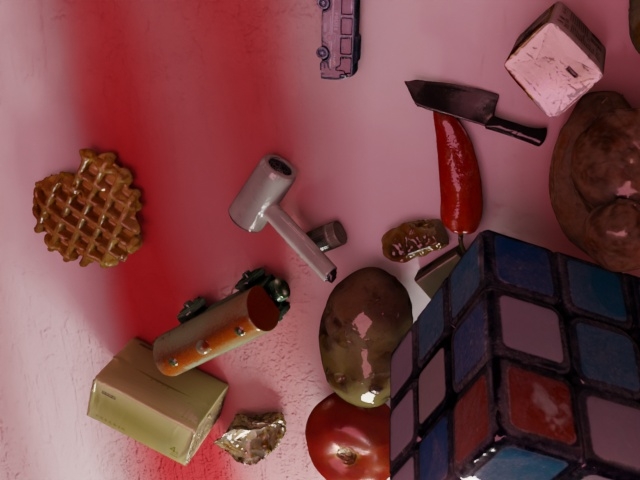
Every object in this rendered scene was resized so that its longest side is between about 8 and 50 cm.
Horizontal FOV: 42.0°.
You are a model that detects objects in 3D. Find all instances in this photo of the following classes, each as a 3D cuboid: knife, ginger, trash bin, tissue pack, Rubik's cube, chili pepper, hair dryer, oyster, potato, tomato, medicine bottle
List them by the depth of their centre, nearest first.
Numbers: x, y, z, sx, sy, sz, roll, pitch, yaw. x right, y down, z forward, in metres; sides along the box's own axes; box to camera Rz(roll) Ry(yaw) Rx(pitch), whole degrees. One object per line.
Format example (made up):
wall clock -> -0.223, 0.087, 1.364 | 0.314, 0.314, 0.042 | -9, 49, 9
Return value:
ginger -> 0.395, -0.077, 1.126 | 0.155, 0.304, 0.244 | 7, 101, 11
tissue pack -> 0.324, -0.251, 1.150 | 0.106, 0.148, 0.099 | 44, 121, -4
Rubik's cube -> 0.312, 0.248, 1.196 | 0.359, 0.362, 0.363 | 16, 140, -14
knife -> 0.236, -0.203, 1.270 | 0.231, 0.028, 0.060 | 18, 88, 4
chili pepper -> 0.219, -0.092, 1.324 | 0.071, 0.063, 0.272 | -7, 110, 10
trash bin -> 0.215, 0.056, 1.408 | 0.092, 0.043, 0.061 | -38, 97, 28
hair dryer -> -0.048, -0.023, 1.414 | 0.236, 0.073, 0.131 | 49, 123, 19
potato -> 0.078, 0.168, 1.455 | 0.165, 0.165, 0.262 | 6, 110, 18
medicine bottle -> 0.000, 0.000, 1.458 | 0.083, 0.047, 0.047 | -23, 105, 28
tomato -> 0.064, 0.369, 1.563 | 0.195, 0.136, 0.195 | 8, 115, 17
tissue pack -> -0.326, 0.319, 1.674 | 0.234, 0.159, 0.125 | 25, 121, 8
oyster -> -0.137, 0.396, 1.701 | 0.105, 0.056, 0.177 | 38, 123, -8

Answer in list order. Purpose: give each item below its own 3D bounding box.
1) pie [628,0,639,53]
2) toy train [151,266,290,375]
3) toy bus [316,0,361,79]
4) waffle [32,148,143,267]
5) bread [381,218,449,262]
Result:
pie -> 0.477, -0.296, 1.085 | 0.187, 0.041, 0.186 | 40, 143, 39
toy train -> -0.182, 0.156, 1.529 | 0.285, 0.177, 0.116 | -26, 104, 29
toy bus -> 0.030, -0.331, 1.284 | 0.065, 0.047, 0.165 | 8, 117, 13
waffle -> -0.453, -0.060, 1.598 | 0.253, 0.056, 0.249 | 6, 116, 20
bread -> 0.152, 0.000, 1.395 | 0.110, 0.060, 0.066 | -21, 135, 29
